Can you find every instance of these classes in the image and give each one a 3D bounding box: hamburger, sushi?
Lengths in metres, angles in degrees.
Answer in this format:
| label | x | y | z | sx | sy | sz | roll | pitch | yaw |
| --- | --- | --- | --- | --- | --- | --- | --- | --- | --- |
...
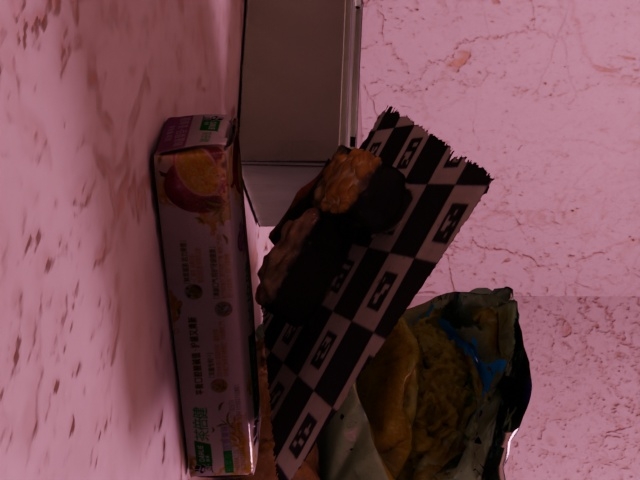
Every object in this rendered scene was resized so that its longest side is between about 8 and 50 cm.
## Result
| label | x | y | z | sx | sy | sz | roll | pitch | yaw |
| --- | --- | --- | --- | --- | --- | --- | --- | --- | --- |
| hamburger | 0.034 | 0.133 | 0.796 | 0.276 | 0.150 | 0.260 | -49 | -152 | 36 |
| sushi | 0.000 | 0.000 | 0.621 | 0.192 | 0.043 | 0.279 | -57 | -167 | 12 |

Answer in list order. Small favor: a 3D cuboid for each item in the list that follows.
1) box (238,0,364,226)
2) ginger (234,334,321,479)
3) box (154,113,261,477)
| label | x | y | z | sx | sy | sz | roll | pitch | yaw |
| --- | --- | --- | --- | --- | --- | --- | --- | --- | --- |
| box | -0.012 | -0.137 | 0.846 | 0.129 | 0.086 | 0.225 | 78 | 14 | -69 |
| ginger | -0.031 | 0.236 | 0.703 | 0.148 | 0.081 | 0.334 | -160 | -109 | -71 |
| box | -0.057 | 0.035 | 0.562 | 0.050 | 0.041 | 0.207 | -91 | 179 | -62 |
